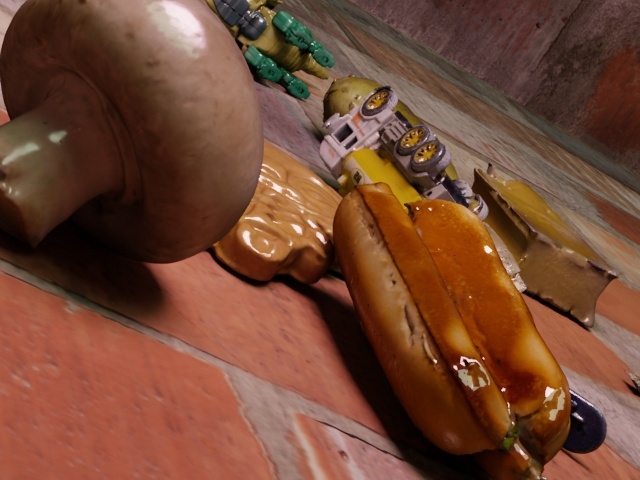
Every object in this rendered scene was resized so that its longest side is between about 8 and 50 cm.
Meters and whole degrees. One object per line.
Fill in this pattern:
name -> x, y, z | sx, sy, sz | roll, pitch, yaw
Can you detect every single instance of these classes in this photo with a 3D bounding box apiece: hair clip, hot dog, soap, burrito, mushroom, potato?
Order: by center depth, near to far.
mushroom -> -0.144, -0.069, 1.049 | 0.204, 0.204, 0.204 | 32, 13, -8
hot dog -> 0.090, 0.069, 1.201 | 0.135, 0.100, 0.337 | 16, 26, -23
hair clip -> 0.141, 0.087, 1.400 | 0.083, 0.048, 0.275 | 19, 18, -36
burrito -> 0.179, 0.016, 1.743 | 0.058, 0.045, 0.188 | 36, 10, -20
potato -> 0.085, -0.104, 1.853 | 0.225, 0.090, 0.117 | 47, 11, 25
soap -> 0.247, 0.001, 1.897 | 0.135, 0.076, 0.233 | 27, 16, -21

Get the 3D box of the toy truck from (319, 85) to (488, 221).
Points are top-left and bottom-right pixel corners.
toy truck -> 0.074, -0.058, 1.614 | 0.098, 0.114, 0.227 | 51, 3, -32

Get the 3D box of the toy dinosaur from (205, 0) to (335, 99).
toy dinosaur -> -0.045, -0.243, 2.066 | 0.259, 0.094, 0.153 | 32, 14, -48

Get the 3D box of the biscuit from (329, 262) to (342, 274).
biscuit -> 0.000, 0.000, 1.439 | 0.120, 0.015, 0.120 | 31, 14, -9

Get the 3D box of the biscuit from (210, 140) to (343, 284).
biscuit -> -0.059, -0.040, 1.353 | 0.202, 0.044, 0.288 | 32, 15, 4

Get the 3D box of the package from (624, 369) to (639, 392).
package -> 0.363, 0.169, 1.700 | 0.110, 0.015, 0.037 | 31, 8, -15
